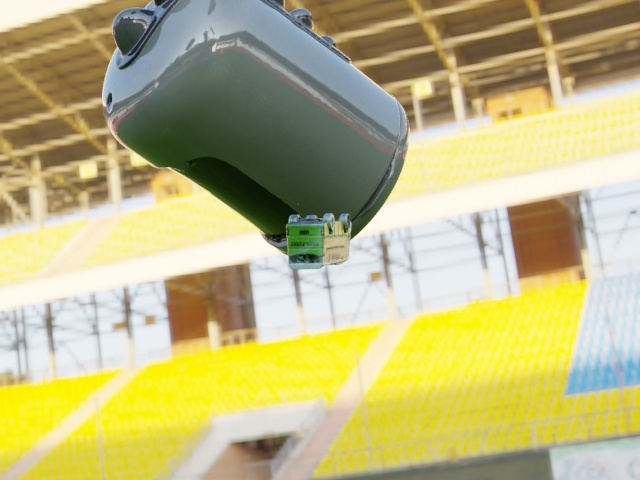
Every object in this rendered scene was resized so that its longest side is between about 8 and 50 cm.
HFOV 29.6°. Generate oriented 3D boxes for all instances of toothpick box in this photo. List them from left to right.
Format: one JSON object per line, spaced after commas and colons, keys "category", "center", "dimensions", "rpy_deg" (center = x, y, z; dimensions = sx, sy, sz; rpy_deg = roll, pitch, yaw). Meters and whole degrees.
{"category": "toothpick box", "center": [-0.076, -0.148, 1.245], "dimensions": [0.316, 0.229, 0.229], "rpy_deg": [34, -35, -30]}

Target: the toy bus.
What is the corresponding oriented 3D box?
{"category": "toy bus", "center": [0.000, 0.000, 0.832], "dimensions": [0.031, 0.037, 0.083], "rpy_deg": [-2, 1, 15]}
